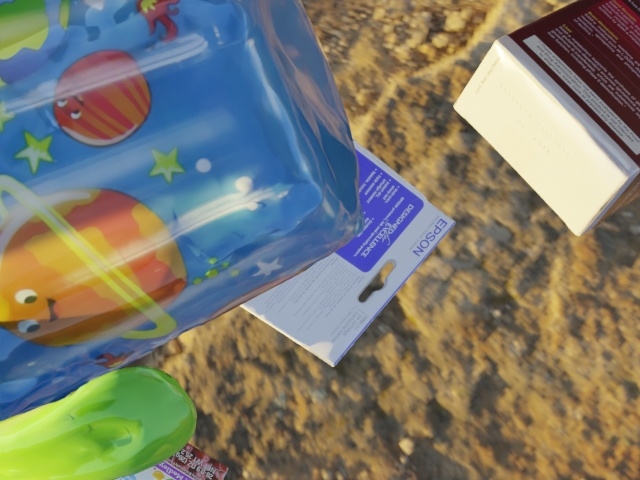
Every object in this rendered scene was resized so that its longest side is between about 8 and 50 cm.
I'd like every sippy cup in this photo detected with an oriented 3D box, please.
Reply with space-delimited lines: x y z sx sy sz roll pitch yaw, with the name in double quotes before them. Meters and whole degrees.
"sippy cup" -0.107 -0.042 0.654 0.224 0.240 0.305 -20 82 11

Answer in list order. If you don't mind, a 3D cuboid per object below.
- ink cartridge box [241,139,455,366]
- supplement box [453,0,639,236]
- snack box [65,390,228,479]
"ink cartridge box" 0.000 0.000 1.391 0.208 0.045 0.206 36 98 -31
"supplement box" 0.222 -0.111 0.964 0.239 0.073 0.130 -29 70 -37
"snack box" -0.201 0.204 1.078 0.207 0.174 0.070 33 134 -5
